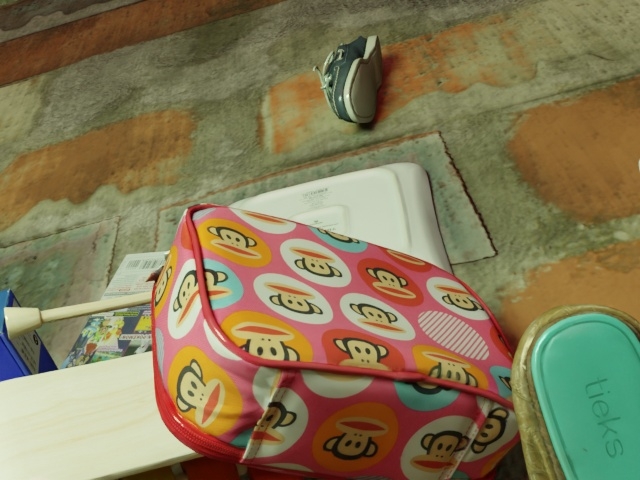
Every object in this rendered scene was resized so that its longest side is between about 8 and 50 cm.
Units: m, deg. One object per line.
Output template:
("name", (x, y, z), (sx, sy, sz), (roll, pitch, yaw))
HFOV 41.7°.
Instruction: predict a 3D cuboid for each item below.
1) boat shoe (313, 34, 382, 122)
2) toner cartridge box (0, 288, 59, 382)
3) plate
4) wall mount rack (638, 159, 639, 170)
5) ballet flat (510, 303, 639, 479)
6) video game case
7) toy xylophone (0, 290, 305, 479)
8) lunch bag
("boat shoe", (0.041, -0.242, 1.252), (0.079, 0.095, 0.255), (-5, 34, 15))
("toner cartridge box", (-0.429, 0.180, 0.806), (0.347, 0.165, 0.075), (-18, 33, -1))
("plate", (0.000, 0.000, 0.974), (0.277, 0.045, 0.278), (-13, 34, 7))
("wall mount rack", (0.357, 0.044, 0.583), (0.130, 0.350, 0.304), (-44, 20, 27))
("ballet flat", (0.186, 0.207, 0.491), (0.116, 0.124, 0.343), (-16, 74, 5))
("video game case", (-0.170, 0.083, 0.906), (0.201, 0.023, 0.183), (-4, 46, 30))
("toy xylophone", (-0.149, 0.142, 0.701), (0.322, 0.081, 0.236), (-4, 38, -18))
("lunch bag", (0.010, 0.070, 0.686), (0.293, 0.120, 0.258), (16, 27, -23))
